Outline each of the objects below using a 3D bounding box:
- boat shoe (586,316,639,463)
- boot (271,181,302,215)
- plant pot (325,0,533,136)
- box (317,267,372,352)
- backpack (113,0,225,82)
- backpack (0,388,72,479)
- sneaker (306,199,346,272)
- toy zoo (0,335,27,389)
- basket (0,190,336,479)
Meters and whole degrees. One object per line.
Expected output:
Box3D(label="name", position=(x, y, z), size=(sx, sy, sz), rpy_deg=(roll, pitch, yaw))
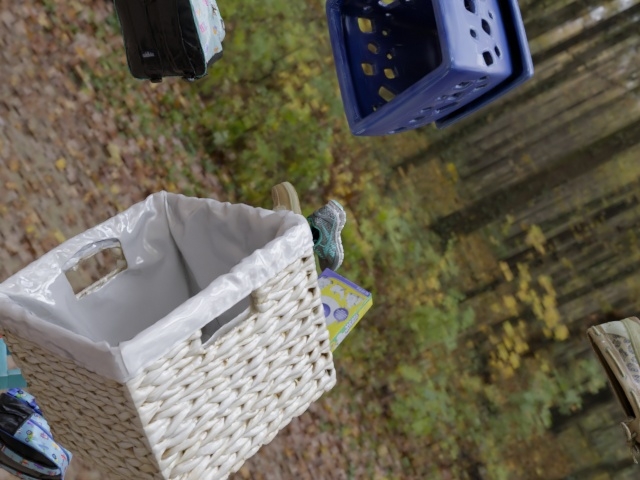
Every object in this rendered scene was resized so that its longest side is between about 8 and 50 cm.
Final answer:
Box3D(label="boat shoe", position=(0.512, 0.267, 1.551), size=(0.104, 0.089, 0.285), rpy_deg=(75, 5, -63))
Box3D(label="boot", position=(-0.127, 0.003, 1.720), size=(0.095, 0.203, 0.262), rpy_deg=(81, -2, -47))
Box3D(label="plant pot", position=(0.170, -0.297, 1.414), size=(0.212, 0.236, 0.236), rpy_deg=(0, 72, -38))
Box3D(label="box", position=(-0.002, 0.141, 1.678), size=(0.105, 0.179, 0.043), rpy_deg=(29, -26, 25))
Box3D(label="backpack", position=(-0.257, -0.381, 1.619), size=(0.144, 0.166, 0.188), rpy_deg=(-63, 147, -44))
Box3D(label="backpack", position=(-0.526, 0.367, 1.740), size=(0.117, 0.173, 0.158), rpy_deg=(-57, 169, -40))
Box3D(label="sneaker", position=(0.000, 0.000, 1.805), size=(0.065, 0.076, 0.166), rpy_deg=(39, -38, 39))
Box3D(label="toy zoo", position=(-0.501, 0.164, 1.503), size=(0.192, 0.293, 0.030), rpy_deg=(-120, -146, -53))
Box3D(label="basket", position=(-0.198, 0.130, 1.264), size=(0.328, 0.331, 0.266), rpy_deg=(-36, 122, -35))
